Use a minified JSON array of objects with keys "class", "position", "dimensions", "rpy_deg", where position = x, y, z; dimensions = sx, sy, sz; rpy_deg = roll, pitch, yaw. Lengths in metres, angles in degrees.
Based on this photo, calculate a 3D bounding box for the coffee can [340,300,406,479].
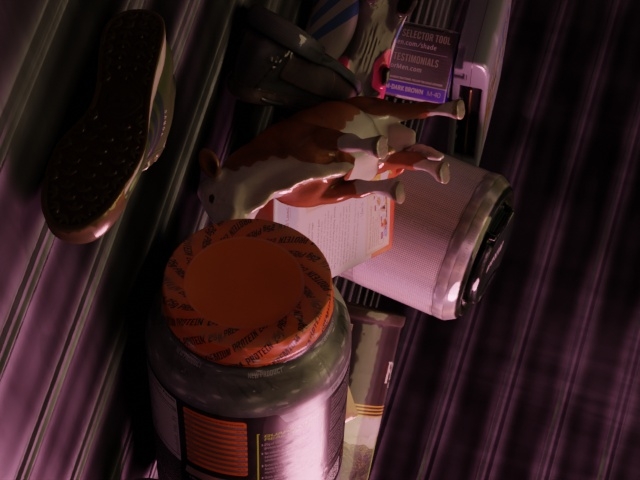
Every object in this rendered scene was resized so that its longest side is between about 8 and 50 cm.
[{"class":"coffee can","position":[-0.022,0.204,1.740],"dimensions":[0.201,0.201,0.275],"rpy_deg":[20,83,-82]}]

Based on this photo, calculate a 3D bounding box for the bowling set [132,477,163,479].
[{"class":"bowling set","position":[-0.150,0.377,1.274],"dimensions":[0.200,0.154,0.287],"rpy_deg":[-40,142,-75]}]

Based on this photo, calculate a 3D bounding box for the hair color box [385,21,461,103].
[{"class":"hair color box","position":[0.114,-0.258,2.054],"dimensions":[0.339,0.185,0.110],"rpy_deg":[-15,117,-80]}]

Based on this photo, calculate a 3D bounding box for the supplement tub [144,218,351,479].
[{"class":"supplement tub","position":[-0.069,0.139,1.360],"dimensions":[0.316,0.193,0.193],"rpy_deg":[94,11,-48]}]

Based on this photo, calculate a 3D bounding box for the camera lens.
[{"class":"camera lens","position":[0.122,-0.027,2.006],"dimensions":[0.219,0.274,0.219],"rpy_deg":[-59,163,-30]}]

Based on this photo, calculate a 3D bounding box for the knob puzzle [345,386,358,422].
[{"class":"knob puzzle","position":[-0.065,0.153,1.595],"dimensions":[0.030,0.213,0.213],"rpy_deg":[-148,-114,-63]}]

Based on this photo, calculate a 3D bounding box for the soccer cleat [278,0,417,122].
[{"class":"soccer cleat","position":[0.027,-0.236,1.763],"dimensions":[0.143,0.116,0.331],"rpy_deg":[35,-79,57]}]

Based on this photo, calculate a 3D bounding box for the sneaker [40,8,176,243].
[{"class":"sneaker","position":[-0.141,-0.067,1.014],"dimensions":[0.086,0.064,0.192],"rpy_deg":[79,21,-58]}]

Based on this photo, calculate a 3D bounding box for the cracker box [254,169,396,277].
[{"class":"cracker box","position":[-0.005,-0.037,1.624],"dimensions":[0.232,0.067,0.156],"rpy_deg":[-25,125,-48]}]

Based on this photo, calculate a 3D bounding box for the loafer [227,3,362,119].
[{"class":"loafer","position":[-0.036,-0.175,1.533],"dimensions":[0.095,0.109,0.302],"rpy_deg":[-59,166,2]}]

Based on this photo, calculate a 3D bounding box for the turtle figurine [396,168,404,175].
[{"class":"turtle figurine","position":[0.000,0.000,1.815],"dimensions":[0.269,0.087,0.217],"rpy_deg":[-43,162,19]}]

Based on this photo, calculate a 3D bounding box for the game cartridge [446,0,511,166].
[{"class":"game cartridge","position":[0.226,-0.246,2.009],"dimensions":[0.297,0.062,0.198],"rpy_deg":[85,23,-63]}]

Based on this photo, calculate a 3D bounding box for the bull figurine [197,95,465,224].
[{"class":"bull figurine","position":[0.014,-0.084,1.442],"dimensions":[0.310,0.188,0.101],"rpy_deg":[-35,124,-53]}]
